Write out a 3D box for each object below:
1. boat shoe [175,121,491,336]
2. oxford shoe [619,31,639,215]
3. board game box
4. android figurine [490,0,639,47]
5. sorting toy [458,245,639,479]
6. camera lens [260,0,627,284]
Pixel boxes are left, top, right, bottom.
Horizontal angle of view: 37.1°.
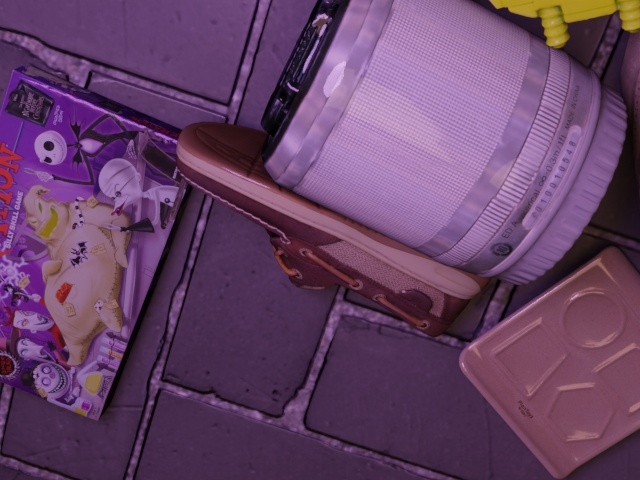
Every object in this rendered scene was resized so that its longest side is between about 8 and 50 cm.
[{"bbox_3d":[0.000,0.000,0.958,0.342,0.123,0.123,24,117,-15],"label":"boat shoe"},{"bbox_3d":[0.344,-0.107,0.889,0.123,0.130,0.348,-3,105,-16],"label":"oxford shoe"},{"bbox_3d":[-0.276,0.011,1.028,0.208,0.056,0.347,24,110,1],"label":"board game box"},{"bbox_3d":[0.183,-0.280,0.726,0.248,0.056,0.273,-5,120,26],"label":"android figurine"},{"bbox_3d":[0.283,0.132,1.025,0.208,0.038,0.193,-39,102,12],"label":"sorting toy"},{"bbox_3d":[0.099,-0.105,0.852,0.274,0.219,0.219,26,110,-8],"label":"camera lens"}]
